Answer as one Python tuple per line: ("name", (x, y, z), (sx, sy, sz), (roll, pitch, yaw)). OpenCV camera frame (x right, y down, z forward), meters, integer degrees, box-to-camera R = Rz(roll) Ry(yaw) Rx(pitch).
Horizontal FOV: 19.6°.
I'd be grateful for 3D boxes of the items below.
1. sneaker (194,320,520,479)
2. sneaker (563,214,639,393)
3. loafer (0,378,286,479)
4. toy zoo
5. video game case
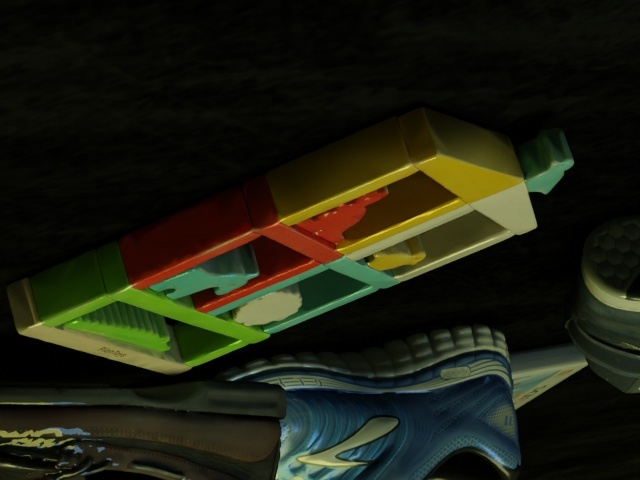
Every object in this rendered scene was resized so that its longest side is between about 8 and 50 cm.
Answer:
("sneaker", (0.003, 0.157, 1.311), (0.330, 0.147, 0.130), (-10, 161, -21))
("sneaker", (0.280, 0.048, 1.277), (0.226, 0.086, 0.163), (7, 154, 0))
("loafer", (-0.145, 0.132, 1.124), (0.302, 0.095, 0.109), (3, 172, -38))
("toy zoo", (0.000, 0.000, 1.021), (0.293, 0.030, 0.192), (-23, 162, 17))
("video game case", (0.093, 0.141, 1.553), (0.212, 0.023, 0.193), (-7, 159, -31))
